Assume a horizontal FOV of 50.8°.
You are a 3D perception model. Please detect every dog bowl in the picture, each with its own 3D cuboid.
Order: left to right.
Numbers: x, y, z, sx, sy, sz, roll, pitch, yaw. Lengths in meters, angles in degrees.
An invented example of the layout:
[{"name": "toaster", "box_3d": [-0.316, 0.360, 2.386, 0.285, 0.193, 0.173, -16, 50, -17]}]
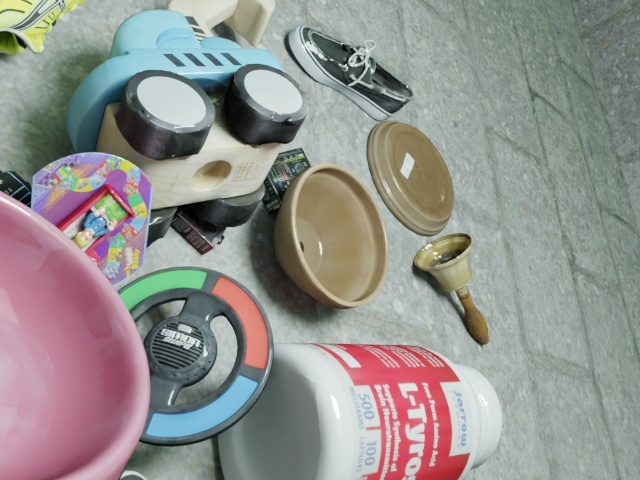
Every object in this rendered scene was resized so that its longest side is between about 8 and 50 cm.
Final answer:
[{"name": "dog bowl", "box_3d": [-0.321, 0.101, 0.557, 0.408, 0.150, 0.408, 42, 18, -18]}]

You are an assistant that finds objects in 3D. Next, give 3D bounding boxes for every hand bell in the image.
[{"name": "hand bell", "box_3d": [0.298, 0.119, 1.401, 0.242, 0.126, 0.126, 63, 37, -19]}]

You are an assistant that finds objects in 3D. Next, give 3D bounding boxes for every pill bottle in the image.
[{"name": "pill bottle", "box_3d": [0.078, 0.262, 0.956, 0.407, 0.229, 0.229, 9, 62, -44]}]

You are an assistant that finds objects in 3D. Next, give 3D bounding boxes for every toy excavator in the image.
[{"name": "toy excavator", "box_3d": [-0.184, -0.255, 0.989, 0.432, 0.222, 0.445, -14, 61, -38]}]

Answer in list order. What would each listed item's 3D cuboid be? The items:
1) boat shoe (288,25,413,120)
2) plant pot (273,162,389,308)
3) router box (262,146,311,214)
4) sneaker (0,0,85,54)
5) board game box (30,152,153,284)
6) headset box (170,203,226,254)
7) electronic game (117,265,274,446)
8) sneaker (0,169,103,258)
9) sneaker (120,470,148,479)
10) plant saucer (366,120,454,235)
[{"name": "boat shoe", "box_3d": [0.072, -0.360, 1.403, 0.306, 0.104, 0.113, 33, 47, -31]}, {"name": "plant pot", "box_3d": [0.000, 0.000, 1.104, 0.237, 0.109, 0.238, 19, 64, -45]}, {"name": "router box", "box_3d": [-0.059, -0.105, 1.167, 0.122, 0.038, 0.092, -23, 86, -50]}, {"name": "sneaker", "box_3d": [-0.395, -0.322, 0.873, 0.385, 0.145, 0.147, -49, 140, -58]}, {"name": "board game box", "box_3d": [-0.251, -0.012, 0.753, 0.133, 0.033, 0.169, -1, 114, -34]}, {"name": "headset box", "box_3d": [-0.177, -0.025, 0.998, 0.083, 0.032, 0.062, 45, 42, -18]}, {"name": "electronic game", "box_3d": [-0.171, 0.133, 0.816, 0.229, 0.048, 0.230, 1, 58, -2]}, {"name": "sneaker", "box_3d": [-0.343, -0.029, 0.781, 0.232, 0.081, 0.091, 20, 62, -38]}, {"name": "sneaker", "box_3d": [-0.149, 0.382, 0.707, 0.104, 0.146, 0.296, -1, 69, -46]}, {"name": "plant saucer", "box_3d": [0.209, -0.144, 1.482, 0.277, 0.041, 0.278, 24, 53, -37]}]
